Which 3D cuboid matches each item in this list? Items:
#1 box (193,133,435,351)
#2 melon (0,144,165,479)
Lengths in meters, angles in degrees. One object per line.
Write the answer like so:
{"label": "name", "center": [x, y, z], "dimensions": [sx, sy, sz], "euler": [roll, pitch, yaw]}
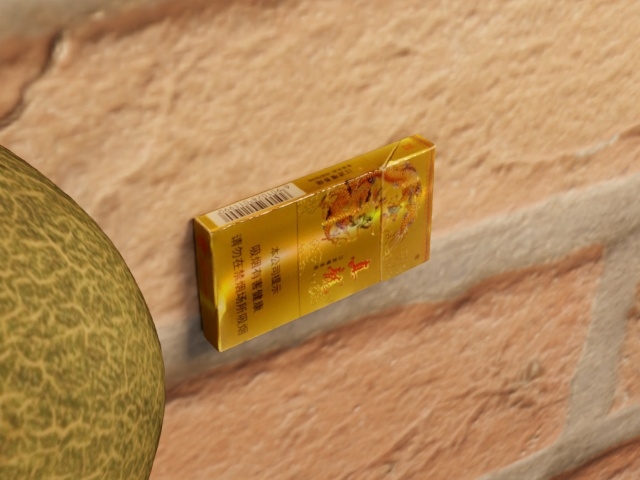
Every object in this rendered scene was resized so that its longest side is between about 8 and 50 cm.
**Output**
{"label": "box", "center": [0.000, 0.000, 0.765], "dimensions": [0.156, 0.022, 0.089], "euler": [-20, 131, -28]}
{"label": "melon", "center": [-0.198, 0.056, 0.482], "dimensions": [0.301, 0.237, 0.237], "euler": [18, 107, -44]}
